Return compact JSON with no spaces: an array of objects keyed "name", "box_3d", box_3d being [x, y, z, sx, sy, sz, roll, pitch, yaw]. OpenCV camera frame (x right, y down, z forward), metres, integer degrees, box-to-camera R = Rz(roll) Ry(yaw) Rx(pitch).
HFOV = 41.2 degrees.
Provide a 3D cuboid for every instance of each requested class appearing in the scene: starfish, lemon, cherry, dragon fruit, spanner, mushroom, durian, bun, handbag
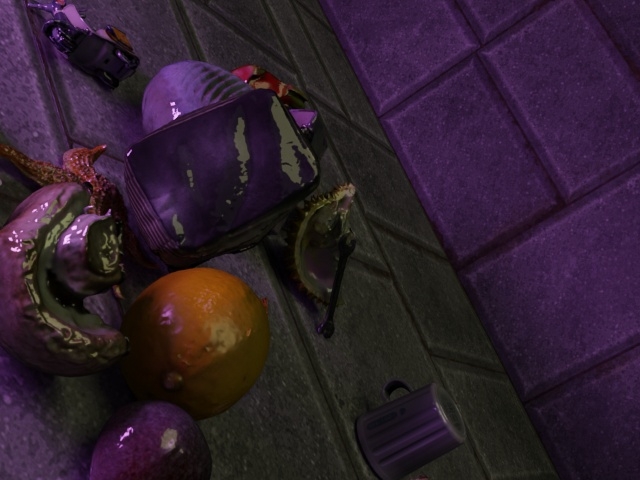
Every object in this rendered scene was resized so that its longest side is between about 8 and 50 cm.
[{"name":"starfish","box_3d":[-0.375,-0.044,1.407,0.294,0.084,0.301,59,13,7]},{"name":"lemon","box_3d":[-0.194,0.158,1.320,0.236,0.235,0.263,62,13,13]},{"name":"cherry","box_3d":[-0.230,0.299,1.147,0.176,0.140,0.176,40,41,-45]},{"name":"dragon fruit","box_3d":[-0.172,-0.333,2.140,0.269,0.200,0.198,23,20,-41]},{"name":"spanner","box_3d":[0.038,0.111,2.017,0.015,0.255,0.054,19,8,43]},{"name":"mushroom","box_3d":[-0.375,0.051,1.135,0.164,0.189,0.267,2,81,-51]},{"name":"durian","box_3d":[0.000,0.000,2.035,0.172,0.166,0.307,23,80,-78]},{"name":"bun","box_3d":[-0.224,-0.215,1.824,0.361,0.211,0.362,33,26,-19]},{"name":"handbag","box_3d":[-0.185,-0.095,1.524,0.247,0.340,0.240,60,-22,2]}]

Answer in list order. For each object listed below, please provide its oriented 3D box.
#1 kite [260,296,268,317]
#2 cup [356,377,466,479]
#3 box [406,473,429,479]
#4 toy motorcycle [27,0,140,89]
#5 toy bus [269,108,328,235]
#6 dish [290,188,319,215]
[{"name":"kite","box_3d":[-0.134,0.174,1.774,0.125,0.008,0.222,64,21,11]},{"name":"cup","box_3d":[0.197,0.403,1.915,0.167,0.202,0.221,23,40,-62]},{"name":"box","box_3d":[0.198,0.569,1.759,0.151,0.151,0.135,23,30,-58]},{"name":"toy motorcycle","box_3d":[-0.475,-0.405,1.735,0.157,0.091,0.263,57,16,24]},{"name":"toy bus","box_3d":[-0.087,-0.164,2.019,0.317,0.112,0.138,-60,140,-28]},{"name":"dish","box_3d":[-0.107,-0.151,2.222,0.260,0.085,0.260,46,22,-24]}]
